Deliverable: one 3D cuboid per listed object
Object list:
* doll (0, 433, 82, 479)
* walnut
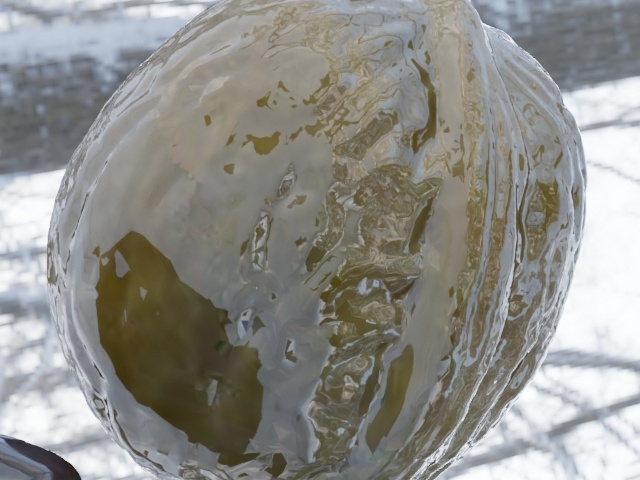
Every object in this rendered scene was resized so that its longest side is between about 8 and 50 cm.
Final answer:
[{"bbox_3d":[-0.231,0.160,0.845,0.370,0.215,0.226,35,-14,1],"label":"doll"},{"bbox_3d":[0.000,0.000,1.009,0.333,0.333,0.333,35,-49,55],"label":"walnut"}]
